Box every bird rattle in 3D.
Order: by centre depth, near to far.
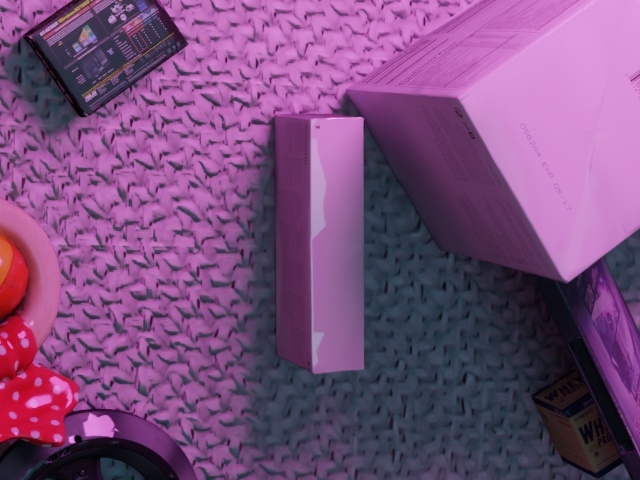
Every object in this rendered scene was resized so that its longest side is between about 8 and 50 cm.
[{"bbox_3d":[-0.305,0.063,1.564,0.253,0.143,0.207,33,68,-24],"label":"bird rattle"}]

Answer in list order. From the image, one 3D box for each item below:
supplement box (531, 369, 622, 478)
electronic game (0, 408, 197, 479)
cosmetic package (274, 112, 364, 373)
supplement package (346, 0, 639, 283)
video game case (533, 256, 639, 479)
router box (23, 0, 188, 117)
[{"bbox_3d":[0.272,0.187,1.810,0.056,0.083,0.083,-31,105,-13],"label":"supplement box"},{"bbox_3d":[-0.218,0.270,1.656,0.229,0.048,0.229,-5,102,-27],"label":"electronic game"},{"bbox_3d":[0.000,0.000,1.680,0.060,0.099,0.239,-3,98,-20],"label":"cosmetic package"},{"bbox_3d":[0.194,-0.109,1.650,0.198,0.262,0.199,-36,107,-14],"label":"supplement package"},{"bbox_3d":[0.290,0.110,1.764,0.026,0.196,0.274,-22,106,22],"label":"video game case"},{"bbox_3d":[-0.197,-0.184,1.617,0.122,0.038,0.092,-37,108,-13],"label":"router box"}]
